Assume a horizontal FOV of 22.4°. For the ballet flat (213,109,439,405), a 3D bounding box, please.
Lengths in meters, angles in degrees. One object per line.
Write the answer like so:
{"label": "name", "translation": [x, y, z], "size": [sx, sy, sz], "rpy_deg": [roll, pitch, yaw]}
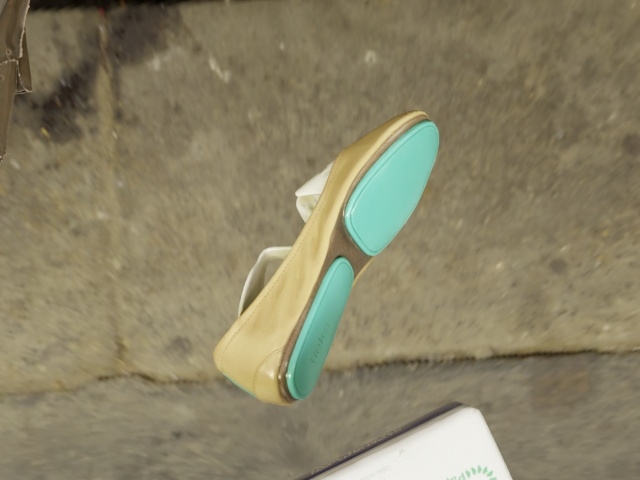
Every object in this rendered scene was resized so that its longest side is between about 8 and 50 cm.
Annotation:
{"label": "ballet flat", "translation": [0.000, 0.000, 1.082], "size": [0.073, 0.080, 0.232], "rpy_deg": [16, 63, 29]}

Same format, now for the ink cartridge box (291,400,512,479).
{"label": "ink cartridge box", "translation": [0.008, 0.306, 0.899], "size": [0.324, 0.071, 0.330], "rpy_deg": [-25, 90, -8]}

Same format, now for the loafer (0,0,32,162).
{"label": "loafer", "translation": [-0.303, -0.159, 1.479], "size": [0.080, 0.078, 0.220], "rpy_deg": [-8, 60, 39]}
